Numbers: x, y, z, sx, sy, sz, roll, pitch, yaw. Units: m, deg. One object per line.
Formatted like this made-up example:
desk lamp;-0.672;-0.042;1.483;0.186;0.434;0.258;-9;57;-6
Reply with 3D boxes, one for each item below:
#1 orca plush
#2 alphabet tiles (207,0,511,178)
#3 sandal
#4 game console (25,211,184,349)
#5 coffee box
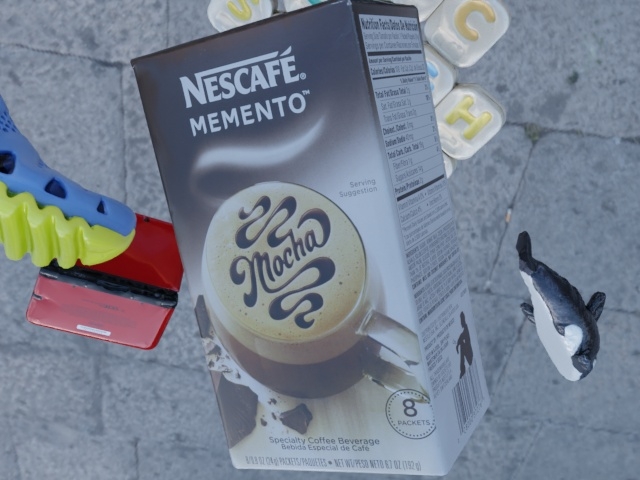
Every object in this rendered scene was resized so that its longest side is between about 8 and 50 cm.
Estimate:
orca plush;0.377;0.096;1.153;0.102;0.151;0.287;-35;111;-5
alphabet tiles;0.027;-0.164;0.703;0.284;0.021;0.278;41;135;-5
sandal;-0.297;-0.079;0.626;0.317;0.138;0.126;27;151;-22
game console;-0.228;0.038;0.820;0.144;0.085;0.124;17;126;-20
coffee box;0.000;0.000;0.529;0.168;0.119;0.297;-8;100;29
